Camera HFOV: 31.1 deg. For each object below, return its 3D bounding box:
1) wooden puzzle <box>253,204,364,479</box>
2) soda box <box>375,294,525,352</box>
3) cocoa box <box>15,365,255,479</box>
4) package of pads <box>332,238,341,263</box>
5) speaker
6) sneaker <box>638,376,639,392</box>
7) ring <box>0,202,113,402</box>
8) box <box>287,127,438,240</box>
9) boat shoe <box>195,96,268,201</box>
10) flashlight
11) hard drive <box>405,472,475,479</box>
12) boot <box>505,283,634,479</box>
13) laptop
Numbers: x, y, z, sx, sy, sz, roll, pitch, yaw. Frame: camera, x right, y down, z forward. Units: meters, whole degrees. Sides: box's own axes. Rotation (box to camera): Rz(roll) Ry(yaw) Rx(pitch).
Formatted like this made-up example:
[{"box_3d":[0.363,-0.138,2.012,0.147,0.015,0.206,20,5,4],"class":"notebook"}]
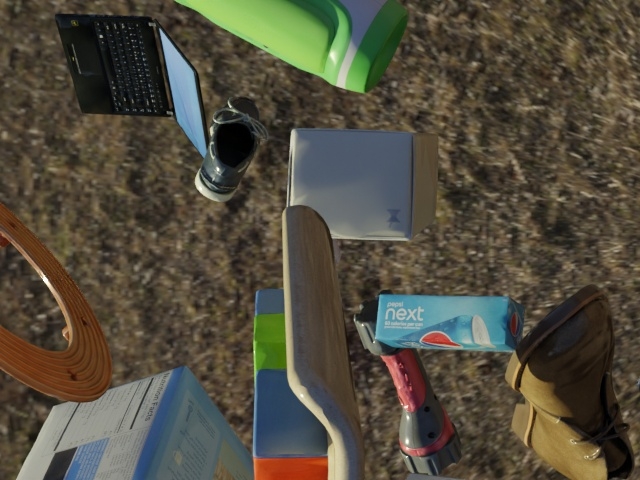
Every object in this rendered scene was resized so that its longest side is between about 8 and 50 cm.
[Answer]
[{"box_3d":[-0.011,0.184,0.798,0.080,0.322,0.348,-6,111,-1],"class":"wooden puzzle"},{"box_3d":[0.190,0.122,1.693,0.210,0.067,0.071,-1,74,32],"class":"soda box"},{"box_3d":[-0.205,0.380,1.499,0.228,0.231,0.347,-19,120,22],"class":"cocoa box"},{"box_3d":[0.000,0.000,1.758,0.050,0.083,0.032,21,56,31],"class":"package of pads"},{"box_3d":[-0.050,-0.289,1.355,0.296,0.131,0.131,29,103,7],"class":"speaker"},{"box_3d":[0.503,0.132,1.425,0.237,0.085,0.086,-29,34,14],"class":"sneaker"},{"box_3d":[-0.334,0.034,1.143,0.032,0.336,0.336,-42,72,7],"class":"ring"},{"box_3d":[0.060,-0.073,1.396,0.148,0.311,0.121,3,95,9],"class":"box"},{"box_3d":[-0.140,-0.166,1.865,0.095,0.254,0.079,30,128,-7],"class":"boat shoe"},{"box_3d":[0.138,0.237,1.856,0.103,0.103,0.304,-29,115,-11],"class":"flashlight"},{"box_3d":[0.259,0.380,1.496,0.353,0.233,0.047,3,100,20],"class":"hard drive"},{"box_3d":[0.236,0.140,1.009,0.112,0.305,0.115,-34,60,-8],"class":"boot"},{"box_3d":[-0.313,-0.251,1.947,0.264,0.234,0.136,3,51,5],"class":"laptop"}]
